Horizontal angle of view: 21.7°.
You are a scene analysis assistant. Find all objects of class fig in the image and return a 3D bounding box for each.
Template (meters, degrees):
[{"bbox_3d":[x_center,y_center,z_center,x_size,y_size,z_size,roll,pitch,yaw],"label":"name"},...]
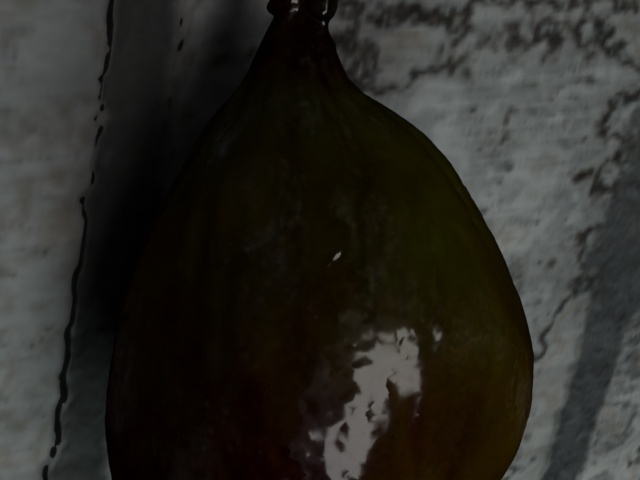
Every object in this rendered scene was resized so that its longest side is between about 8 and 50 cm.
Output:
[{"bbox_3d":[0.002,0.000,0.618,0.170,0.145,0.274,-13,109,-41],"label":"fig"}]
